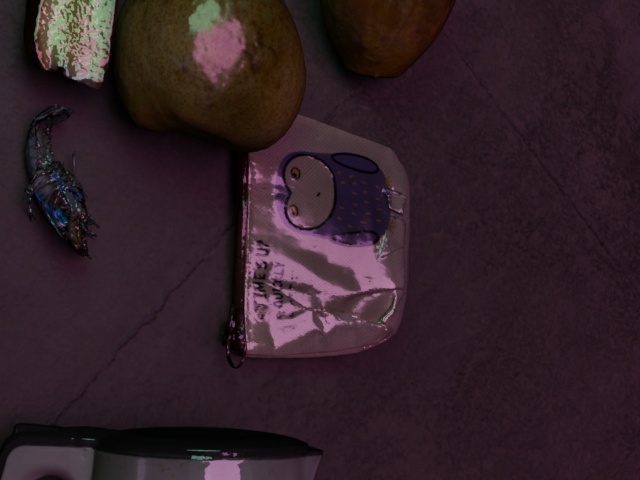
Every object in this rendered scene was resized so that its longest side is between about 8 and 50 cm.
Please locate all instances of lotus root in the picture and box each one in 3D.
[{"bbox_3d":[0.085,-0.313,1.365,0.188,0.199,0.179,13,109,5],"label":"lotus root"}]

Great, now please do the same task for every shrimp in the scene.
[{"bbox_3d":[-0.290,-0.061,1.134,0.082,0.076,0.174,5,72,-74],"label":"shrimp"}]

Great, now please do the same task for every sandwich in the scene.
[{"bbox_3d":[-0.274,-0.293,1.150,0.094,0.096,0.258,12,78,-24],"label":"sandwich"}]

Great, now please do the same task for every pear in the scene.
[{"bbox_3d":[-0.122,-0.217,1.176,0.229,0.188,0.211,12,89,-31],"label":"pear"}]

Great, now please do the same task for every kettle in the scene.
[{"bbox_3d":[-0.184,0.380,1.030,0.361,0.250,0.376,3,84,-4],"label":"kettle"}]

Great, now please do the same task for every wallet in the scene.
[{"bbox_3d":[-0.003,0.000,1.296,0.275,0.068,0.335,7,78,-30],"label":"wallet"}]
